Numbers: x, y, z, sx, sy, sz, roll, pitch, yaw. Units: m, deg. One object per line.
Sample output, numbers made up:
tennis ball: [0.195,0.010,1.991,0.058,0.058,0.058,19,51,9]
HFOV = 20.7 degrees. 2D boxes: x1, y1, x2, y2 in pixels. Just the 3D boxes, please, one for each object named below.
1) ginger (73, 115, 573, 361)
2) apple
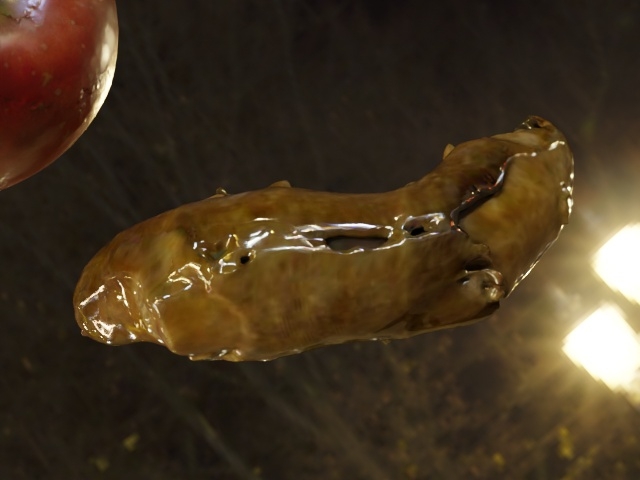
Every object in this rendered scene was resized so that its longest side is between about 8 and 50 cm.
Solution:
ginger: [0.007,0.007,1.018,0.309,0.133,0.107,-14,-54,-6]
apple: [-0.194,-0.103,0.864,0.181,0.181,0.168,-9,-13,-44]
